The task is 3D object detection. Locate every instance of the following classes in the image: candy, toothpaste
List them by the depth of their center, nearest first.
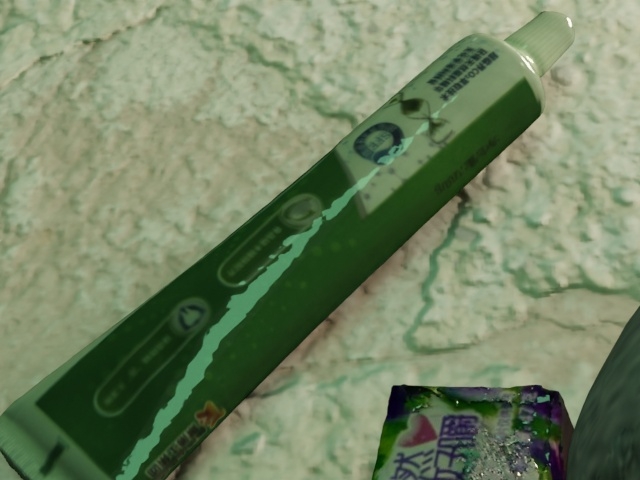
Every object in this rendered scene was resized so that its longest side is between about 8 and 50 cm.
[{"bbox_3d":[0.045,0.193,0.643,0.088,0.061,0.312,1,50,19],"label":"candy"},{"bbox_3d":[0.000,0.000,0.828,0.392,0.061,0.099,-42,52,-17],"label":"toothpaste"}]

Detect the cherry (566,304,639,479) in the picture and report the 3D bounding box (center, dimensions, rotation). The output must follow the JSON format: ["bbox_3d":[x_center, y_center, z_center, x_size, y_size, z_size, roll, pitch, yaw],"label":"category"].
[{"bbox_3d":[0.223,0.093,0.582,0.255,0.218,0.296,8,41,20],"label":"cherry"}]
